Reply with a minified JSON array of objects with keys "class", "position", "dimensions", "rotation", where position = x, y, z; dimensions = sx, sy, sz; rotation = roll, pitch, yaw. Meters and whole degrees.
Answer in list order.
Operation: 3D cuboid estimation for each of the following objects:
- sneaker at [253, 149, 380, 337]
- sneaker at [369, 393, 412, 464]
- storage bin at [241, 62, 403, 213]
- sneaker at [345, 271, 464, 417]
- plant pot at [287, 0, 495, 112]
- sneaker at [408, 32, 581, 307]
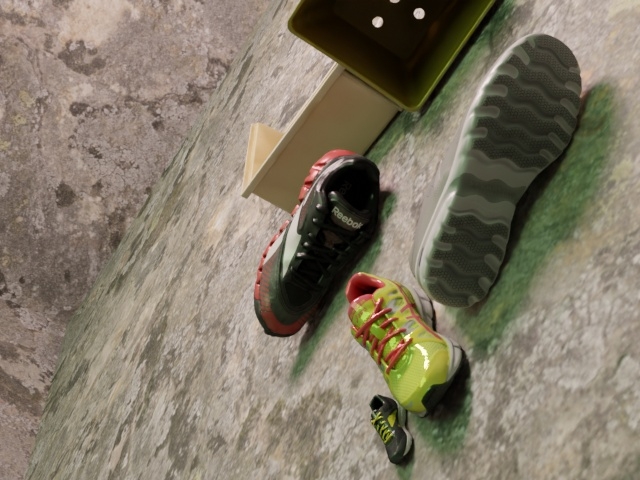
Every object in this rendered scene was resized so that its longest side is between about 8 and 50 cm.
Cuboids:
[{"class":"sneaker","position":[0.000,0.000,1.237],"dimensions":[0.276,0.098,0.135],"rotation":[-63,16,-11]},{"class":"sneaker","position":[0.063,0.180,0.904],"dimensions":[0.031,0.035,0.083],"rotation":[-54,20,22]},{"class":"storage bin","position":[0.002,-0.202,1.489],"dimensions":[0.262,0.123,0.260],"rotation":[-51,21,28]},{"class":"sneaker","position":[0.068,0.095,0.923],"dimensions":[0.081,0.094,0.208],"rotation":[-55,20,12]},{"class":"plant pot","position":[0.104,-0.334,1.318],"dimensions":[0.212,0.212,0.187],"rotation":[-55,6,17]},{"class":"sneaker","position":[0.153,-0.077,0.932],"dimensions":[0.281,0.105,0.115],"rotation":[-62,18,-1]}]
